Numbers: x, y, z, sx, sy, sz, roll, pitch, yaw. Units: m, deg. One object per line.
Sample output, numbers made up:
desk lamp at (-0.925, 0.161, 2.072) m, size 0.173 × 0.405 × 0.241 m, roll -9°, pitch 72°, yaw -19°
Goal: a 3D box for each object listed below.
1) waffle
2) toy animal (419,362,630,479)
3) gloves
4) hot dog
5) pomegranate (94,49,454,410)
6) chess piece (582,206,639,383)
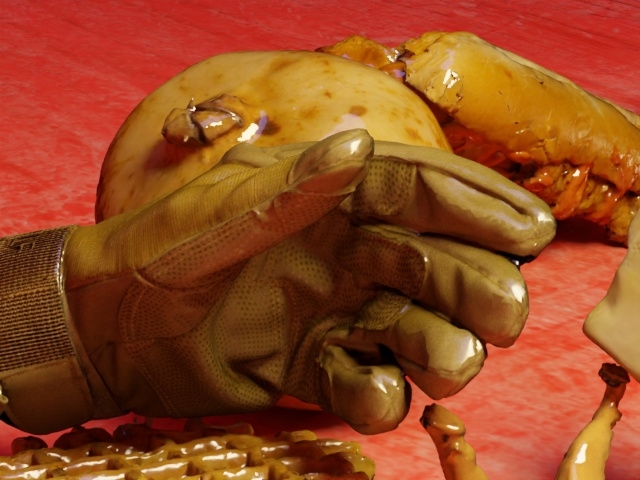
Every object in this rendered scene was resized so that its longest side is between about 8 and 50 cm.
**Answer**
waffle at (-0.088, 0.135, 0.956) m, size 0.228 × 0.051 × 0.231 m, roll 0°, pitch 9°, yaw 25°
toy animal at (0.135, 0.147, 0.968) m, size 0.255 × 0.116 × 0.114 m, roll -7°, pitch 33°, yaw -46°
gloves at (-0.029, 0.025, 0.960) m, size 0.331 × 0.154 × 0.141 m, roll -12°, pitch 3°, yaw 23°
hot dog at (0.131, -0.069, 1.401) m, size 0.158 × 0.117 × 0.349 m, roll 1°, pitch -10°, yaw 39°
pomegranate at (-0.024, -0.010, 1.146) m, size 0.248 × 0.248 × 0.248 m, roll 2°, pitch 20°, yaw -1°
chess piece at (0.272, 0.079, 0.955) m, size 0.137 × 0.137 × 0.301 m, roll -16°, pitch 49°, yaw -41°
